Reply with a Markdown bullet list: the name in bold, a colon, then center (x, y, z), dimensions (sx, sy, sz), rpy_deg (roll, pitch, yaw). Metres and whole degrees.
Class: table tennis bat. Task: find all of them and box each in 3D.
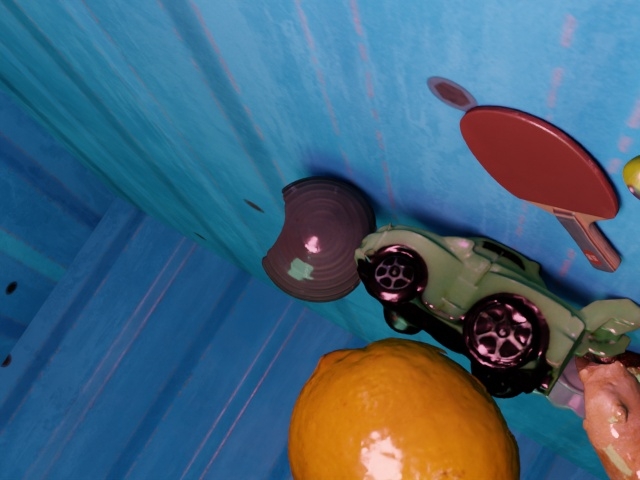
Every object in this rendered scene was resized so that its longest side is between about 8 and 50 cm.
- **table tennis bat**: center (0.238, -0.046, 0.853), dimensions (0.154, 0.021, 0.274), rpy_deg (20, 162, 50)

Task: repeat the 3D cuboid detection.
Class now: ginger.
- **ginger**: center (0.443, 0.318, 1.006), dimensions (0.348, 0.122, 0.363), rpy_deg (33, -161, -46)

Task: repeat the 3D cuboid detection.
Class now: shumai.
- **shumai**: center (0.451, 0.200, 1.244), dimensions (0.139, 0.105, 0.123), rpy_deg (47, -152, -25)

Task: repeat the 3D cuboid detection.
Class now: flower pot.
- **flower pot**: center (0.000, 0.000, 1.286), dimensions (0.157, 0.189, 0.243), rpy_deg (17, 177, 3)

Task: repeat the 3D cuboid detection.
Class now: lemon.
- **lemon**: center (0.103, 0.271, 1.075), dimensions (0.297, 0.297, 0.297), rpy_deg (31, 170, 6)

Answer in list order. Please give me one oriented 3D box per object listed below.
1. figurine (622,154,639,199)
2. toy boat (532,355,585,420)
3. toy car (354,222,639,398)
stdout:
- **figurine**: center (0.320, -0.005, 0.516), dimensions (0.263, 0.143, 0.162), rpy_deg (17, 179, -13)
- **toy boat**: center (0.401, 0.222, 1.400), dimensions (0.290, 0.100, 0.199), rpy_deg (31, 170, 13)
- **toy car**: center (0.221, 0.089, 1.136), dimensions (0.358, 0.176, 0.213), rpy_deg (32, 169, 22)
